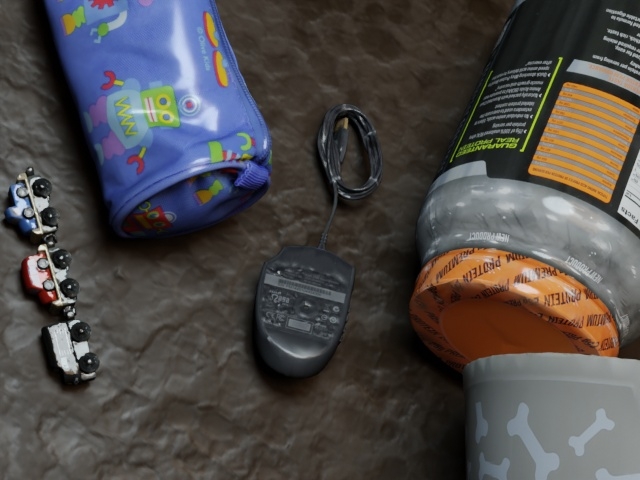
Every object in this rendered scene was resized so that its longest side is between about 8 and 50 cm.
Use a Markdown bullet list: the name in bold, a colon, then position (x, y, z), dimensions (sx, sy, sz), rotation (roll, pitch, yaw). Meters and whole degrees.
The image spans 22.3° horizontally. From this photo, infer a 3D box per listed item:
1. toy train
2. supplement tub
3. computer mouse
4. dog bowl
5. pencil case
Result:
- **toy train**: position (-0.189, 0.025, 1.125), dimensions (0.036, 0.027, 0.158), rotation (-13, 77, -18)
- **supplement tub**: position (0.192, -0.049, 1.237), dimensions (0.193, 0.193, 0.316), rotation (33, 60, -11)
- **computer mouse**: position (0.000, 0.000, 1.223), dimensions (0.071, 0.041, 0.242), rotation (17, 58, -1)
- **dog bowl**: position (0.258, 0.172, 1.109), dimensions (0.348, 0.349, 0.102), rotation (18, 75, -18)
- **pencil case**: position (-0.125, -0.157, 1.166), dimensions (0.119, 0.133, 0.306), rotation (12, 59, -66)
